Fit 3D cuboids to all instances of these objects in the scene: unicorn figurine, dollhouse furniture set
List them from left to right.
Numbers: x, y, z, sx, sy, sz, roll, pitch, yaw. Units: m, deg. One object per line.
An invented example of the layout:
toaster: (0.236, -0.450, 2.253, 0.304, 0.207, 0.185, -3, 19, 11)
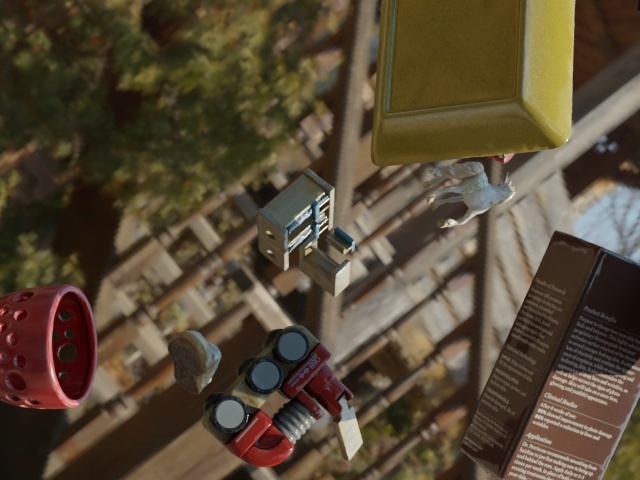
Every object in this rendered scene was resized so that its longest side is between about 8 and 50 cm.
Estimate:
dollhouse furniture set: (0.000, 0.000, 2.152, 0.184, 0.129, 0.129, 38, -25, 21)
unicorn figurine: (0.194, -0.062, 1.610, 0.162, 0.111, 0.060, 42, 29, -75)

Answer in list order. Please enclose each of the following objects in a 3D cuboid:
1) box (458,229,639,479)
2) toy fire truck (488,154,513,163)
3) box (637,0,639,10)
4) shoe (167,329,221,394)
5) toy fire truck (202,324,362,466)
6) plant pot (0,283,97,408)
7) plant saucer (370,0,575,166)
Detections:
box: (0.387, 0.197, 1.927, 0.191, 0.381, 0.143, 23, 5, -27)
toy fire truck: (0.286, -0.238, 2.283, 0.135, 0.047, 0.192, 24, -34, 36)
box: (0.595, -0.442, 1.752, 0.076, 0.308, 0.242, 35, -52, 45)
shoe: (-0.200, 0.184, 2.004, 0.076, 0.058, 0.219, 39, -23, 9)
toy fire truck: (-0.038, 0.283, 1.976, 0.246, 0.217, 0.158, 44, -12, -6)
plant pot: (-0.456, 0.168, 1.918, 0.191, 0.174, 0.191, -6, 90, -79)
plant saucer: (0.217, -0.295, 1.921, 0.081, 0.333, 0.332, 27, 64, -55)
